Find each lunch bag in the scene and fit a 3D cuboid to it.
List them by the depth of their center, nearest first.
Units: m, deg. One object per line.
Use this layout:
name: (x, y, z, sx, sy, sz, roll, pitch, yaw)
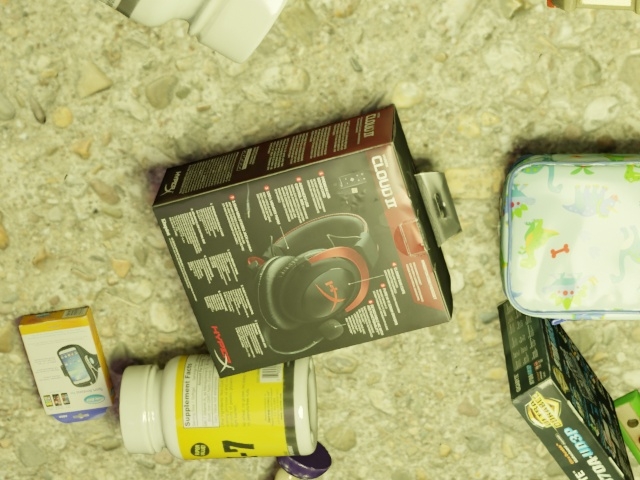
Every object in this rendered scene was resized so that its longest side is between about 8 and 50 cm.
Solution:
lunch bag: (0.294, -0.002, 1.727, 0.219, 0.090, 0.176, -1, 96, 3)

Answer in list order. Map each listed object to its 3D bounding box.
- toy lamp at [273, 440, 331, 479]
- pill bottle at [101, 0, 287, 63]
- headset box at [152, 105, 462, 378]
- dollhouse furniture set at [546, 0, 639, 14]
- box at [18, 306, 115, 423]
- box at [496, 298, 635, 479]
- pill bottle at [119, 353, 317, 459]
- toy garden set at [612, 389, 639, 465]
toy lamp: (-0.081, 0.346, 1.951, 0.080, 0.080, 0.274, 27, 112, -8)
pill bottle: (-0.186, -0.330, 1.561, 0.361, 0.204, 0.204, 30, 114, -10)
headset box: (0.000, 0.000, 1.757, 0.293, 0.110, 0.218, -15, 114, 11)
dollhouse furniture set: (0.271, -0.349, 1.582, 0.262, 0.135, 0.259, 3, 105, 3)
box: (-0.286, 0.144, 1.895, 0.081, 0.028, 0.136, -8, 117, 8)
box: (0.260, 0.169, 1.758, 0.051, 0.220, 0.175, -32, 110, 15)
pill bottle: (-0.112, 0.184, 1.850, 0.209, 0.119, 0.119, -3, 115, 6)
toy garden set: (0.476, 0.219, 1.861, 0.244, 0.049, 0.203, -29, 110, 17)
